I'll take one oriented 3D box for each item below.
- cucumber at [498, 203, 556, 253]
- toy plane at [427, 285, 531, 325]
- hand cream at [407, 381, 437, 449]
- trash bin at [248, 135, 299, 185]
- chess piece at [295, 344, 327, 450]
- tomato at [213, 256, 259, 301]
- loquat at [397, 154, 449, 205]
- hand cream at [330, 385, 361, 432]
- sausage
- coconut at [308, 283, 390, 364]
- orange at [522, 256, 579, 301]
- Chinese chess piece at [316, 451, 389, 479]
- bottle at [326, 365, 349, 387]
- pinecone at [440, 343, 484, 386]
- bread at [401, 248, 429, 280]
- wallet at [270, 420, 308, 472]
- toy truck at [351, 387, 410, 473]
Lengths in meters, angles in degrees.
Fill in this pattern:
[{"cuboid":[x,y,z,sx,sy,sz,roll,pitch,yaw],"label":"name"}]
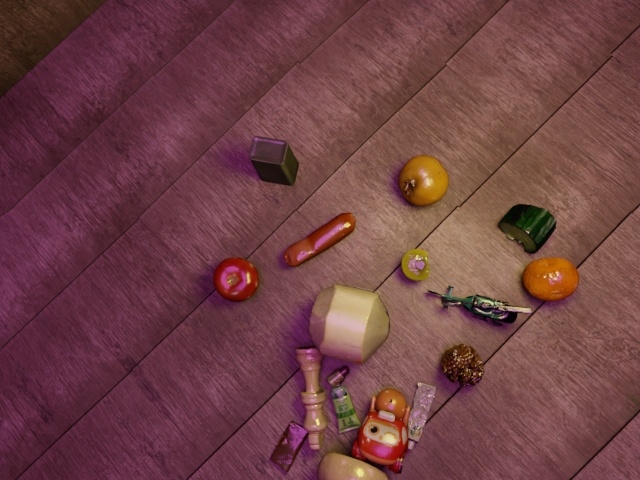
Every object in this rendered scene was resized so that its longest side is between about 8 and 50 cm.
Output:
[{"cuboid":[0.819,-0.052,1.607,0.191,0.191,0.130,41,78,10],"label":"cucumber"},{"cuboid":[0.612,0.252,1.593,0.382,0.155,0.106,16,83,25],"label":"toy plane"},{"cuboid":[0.387,0.693,1.592,0.084,0.050,0.256,17,78,6],"label":"hand cream"},{"cuboid":[-0.199,-0.338,1.723,0.164,0.240,0.122,10,80,9],"label":"trash bin"},{"cuboid":[-0.028,0.627,1.617,0.117,0.117,0.396,-6,82,5],"label":"chess piece"},{"cuboid":[-0.355,0.165,1.709,0.195,0.136,0.195,-1,83,4],"label":"tomato"},{"cuboid":[0.421,-0.246,1.664,0.208,0.208,0.208,-1,81,6],"label":"loquat"},{"cuboid":[0.094,0.675,1.625,0.095,0.046,0.174,-17,81,0],"label":"hand cream"},{"cuboid":[0.000,0.001,1.723,0.348,0.094,0.097,-33,66,1],"label":"sausage"},{"cuboid":[0.117,0.321,1.561,0.323,0.323,0.322,-1,81,6],"label":"coconut"},{"cuboid":[0.888,0.152,1.562,0.193,0.193,0.161,-15,102,3],"label":"orange"},{"cuboid":[0.118,0.877,1.478,0.270,0.270,0.112,18,57,8],"label":"Chinese chess piece"},{"cuboid":[0.074,0.550,1.647,0.101,0.063,0.047,-38,47,-4],"label":"bottle"},{"cuboid":[0.552,0.486,1.561,0.174,0.173,0.173,-1,81,6],"label":"pinecone"},{"cuboid":[0.385,0.102,1.654,0.111,0.114,0.129,6,82,8],"label":"bread"},{"cuboid":[-0.125,0.830,1.633,0.095,0.026,0.176,29,84,12],"label":"wallet"},{"cuboid":[0.241,0.692,1.506,0.189,0.265,0.239,10,91,18],"label":"toy truck"}]
